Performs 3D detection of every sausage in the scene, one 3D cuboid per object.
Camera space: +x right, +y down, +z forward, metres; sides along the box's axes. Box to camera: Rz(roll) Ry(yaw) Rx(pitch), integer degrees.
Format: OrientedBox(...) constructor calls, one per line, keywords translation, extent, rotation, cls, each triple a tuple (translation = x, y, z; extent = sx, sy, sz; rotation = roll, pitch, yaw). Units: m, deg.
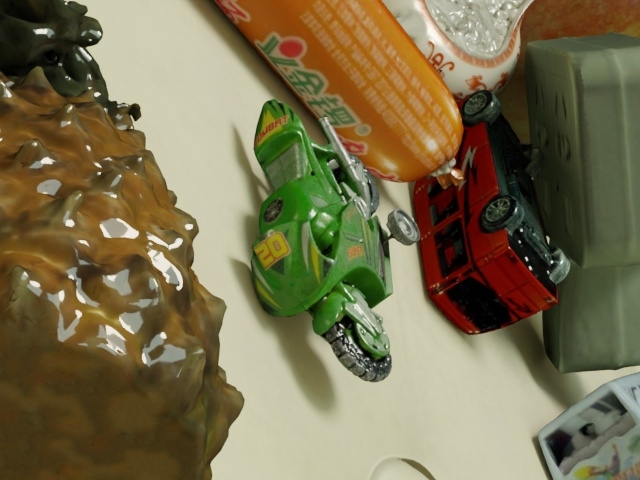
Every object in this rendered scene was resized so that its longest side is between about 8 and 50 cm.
OrientedBox(translation=(0.003, -0.143, 1.126), extent=(0.312, 0.093, 0.093), rotation=(49, 24, -29), cls="sausage")

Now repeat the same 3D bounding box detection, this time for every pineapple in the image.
OrientedBox(translation=(-0.130, -0.035, 0.635), extent=(0.169, 0.169, 0.340), rotation=(41, 22, -40), cls="pineapple")

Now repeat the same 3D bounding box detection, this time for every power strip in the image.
OrientedBox(translation=(0.245, -0.031, 1.299), extent=(0.229, 0.141, 0.261), rotation=(-96, 180, -80), cls="power strip")

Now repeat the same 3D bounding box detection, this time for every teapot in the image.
OrientedBox(translation=(0.089, -0.177, 1.322), extent=(0.245, 0.116, 0.159), rotation=(-41, 111, -51), cls="teapot")

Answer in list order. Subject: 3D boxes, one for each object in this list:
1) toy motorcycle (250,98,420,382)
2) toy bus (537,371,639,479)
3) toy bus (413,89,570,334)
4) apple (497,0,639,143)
OrientedBox(translation=(0.000, 0.000, 0.980), extent=(0.106, 0.074, 0.190), rotation=(35, 32, -32), cls="toy motorcycle")
OrientedBox(translation=(0.282, 0.176, 1.328), extent=(0.136, 0.109, 0.330), rotation=(54, 19, 15), cls="toy bus")
OrientedBox(translation=(0.123, -0.025, 1.236), extent=(0.081, 0.089, 0.195), rotation=(44, 27, -36), cls="toy bus")
OrientedBox(translation=(0.229, -0.206, 1.506), extent=(0.257, 0.234, 0.257), rotation=(43, 30, -32), cls="apple")
